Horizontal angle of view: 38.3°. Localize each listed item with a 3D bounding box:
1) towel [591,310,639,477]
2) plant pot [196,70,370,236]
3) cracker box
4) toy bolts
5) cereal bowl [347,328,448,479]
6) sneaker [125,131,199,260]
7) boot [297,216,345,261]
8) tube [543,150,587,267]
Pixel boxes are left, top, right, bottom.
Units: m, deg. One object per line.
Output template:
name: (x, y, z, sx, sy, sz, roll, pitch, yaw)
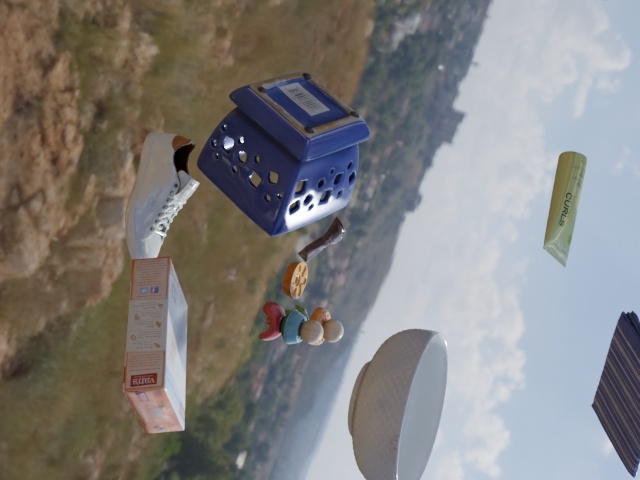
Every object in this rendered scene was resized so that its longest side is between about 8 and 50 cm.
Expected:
towel: (0.741, 0.363, 2.196, 0.243, 0.040, 0.336, -105, -166, -52)
plant pot: (-0.060, -0.180, 1.742, 0.236, 0.236, 0.212, -25, 149, -45)
cracker box: (-0.255, 0.164, 1.444, 0.156, 0.067, 0.232, 84, 1, -55)
toy bolts: (-0.034, 0.181, 2.349, 0.228, 0.158, 0.218, -26, 125, -63)
cereal bowl: (0.147, 0.340, 1.879, 0.339, 0.141, 0.339, 10, 90, -70)
sneaker: (-0.324, -0.085, 1.916, 0.106, 0.123, 0.290, 29, 68, -69)
boot: (0.000, 0.000, 2.152, 0.114, 0.037, 0.106, -29, 155, -16)
tube: (0.508, -0.069, 1.915, 0.062, 0.070, 0.240, 108, 0, -68)
